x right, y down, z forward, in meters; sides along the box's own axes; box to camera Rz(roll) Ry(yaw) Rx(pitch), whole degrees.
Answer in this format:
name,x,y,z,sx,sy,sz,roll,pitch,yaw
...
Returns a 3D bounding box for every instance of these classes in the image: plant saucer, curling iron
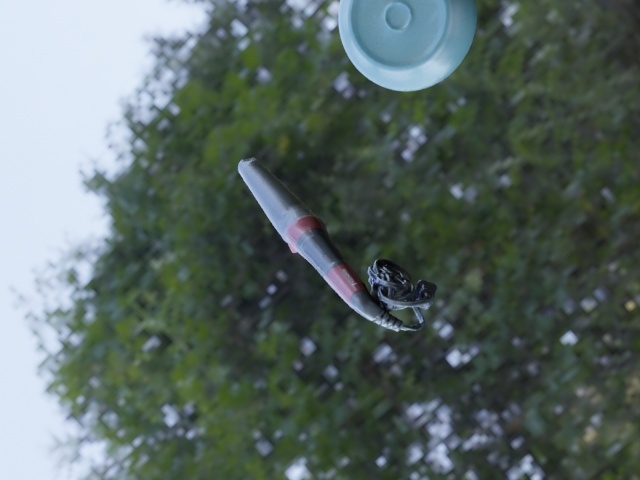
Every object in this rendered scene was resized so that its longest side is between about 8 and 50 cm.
name,x,y,z,sx,sy,sz,roll,pitch,yaw
plant saucer,0.066,-0.180,1.425,0.119,0.119,0.021,52,-159,11
curling iron,0.000,0.000,1.304,0.068,0.035,0.274,14,-165,-35
